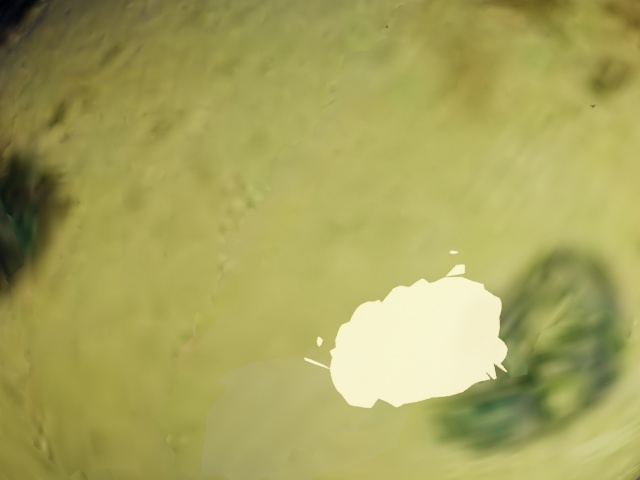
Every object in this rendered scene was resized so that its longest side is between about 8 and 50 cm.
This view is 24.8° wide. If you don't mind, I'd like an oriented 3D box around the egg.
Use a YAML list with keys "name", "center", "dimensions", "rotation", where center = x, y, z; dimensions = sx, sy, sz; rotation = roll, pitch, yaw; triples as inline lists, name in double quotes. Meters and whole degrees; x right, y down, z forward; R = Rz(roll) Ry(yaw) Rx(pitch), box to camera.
- name: "egg"
  center: [0.000, 0.000, 0.660]
  dimensions: [0.428, 0.345, 0.345]
  rotation: [-16, 140, 40]
